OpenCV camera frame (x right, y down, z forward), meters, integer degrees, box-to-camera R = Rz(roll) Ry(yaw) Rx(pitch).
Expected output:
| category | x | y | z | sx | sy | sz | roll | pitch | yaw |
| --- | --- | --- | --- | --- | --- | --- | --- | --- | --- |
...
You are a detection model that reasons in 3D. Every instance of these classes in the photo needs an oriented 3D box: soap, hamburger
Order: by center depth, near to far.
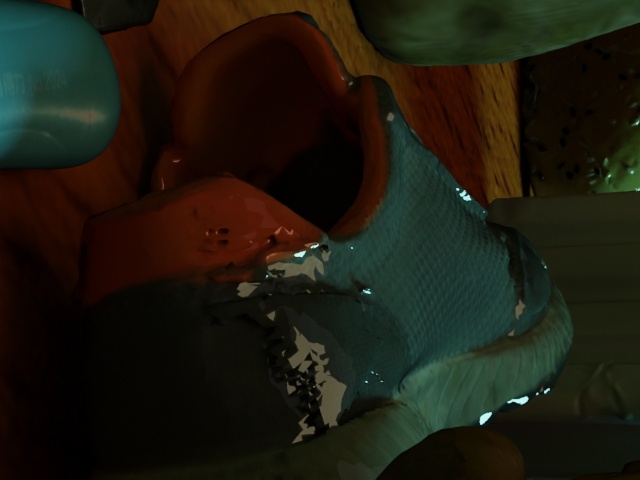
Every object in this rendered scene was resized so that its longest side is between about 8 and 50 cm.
| category | x | y | z | sx | sy | sz | roll | pitch | yaw |
| --- | --- | --- | --- | --- | --- | --- | --- | --- | --- |
| soap | 0.280 | 0.065 | 1.017 | 0.115 | 0.346 | 0.208 | 68 | 26 | -45 |
| hamburger | 0.287 | -0.136 | 1.351 | 0.167 | 0.192 | 0.288 | 10 | 78 | -62 |

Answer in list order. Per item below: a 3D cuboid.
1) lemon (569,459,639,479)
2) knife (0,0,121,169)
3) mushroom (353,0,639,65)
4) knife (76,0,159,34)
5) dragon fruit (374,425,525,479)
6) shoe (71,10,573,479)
| category | x | y | z | sx | sy | sz | roll | pitch | yaw |
| --- | --- | --- | --- | --- | --- | --- | --- | --- | --- |
| lemon | 0.237 | 0.313 | 0.902 | 0.348 | 0.347 | 0.348 | -2 | 90 | -73 |
| knife | -0.099 | -0.031 | 0.347 | 0.222 | 0.031 | 0.064 | -36 | 119 | -73 |
| mushroom | 0.202 | -0.238 | 0.729 | 0.224 | 0.397 | 0.314 | -58 | 145 | -58 |
| knife | -0.058 | -0.164 | 0.512 | 0.060 | 0.028 | 0.231 | 45 | 48 | -48 |
| dragon fruit | 0.034 | 0.200 | 0.346 | 0.307 | 0.227 | 0.243 | -49 | 145 | -24 |
| shoe | 0.000 | 0.000 | 0.533 | 0.336 | 0.132 | 0.171 | -28 | 106 | -67 |
